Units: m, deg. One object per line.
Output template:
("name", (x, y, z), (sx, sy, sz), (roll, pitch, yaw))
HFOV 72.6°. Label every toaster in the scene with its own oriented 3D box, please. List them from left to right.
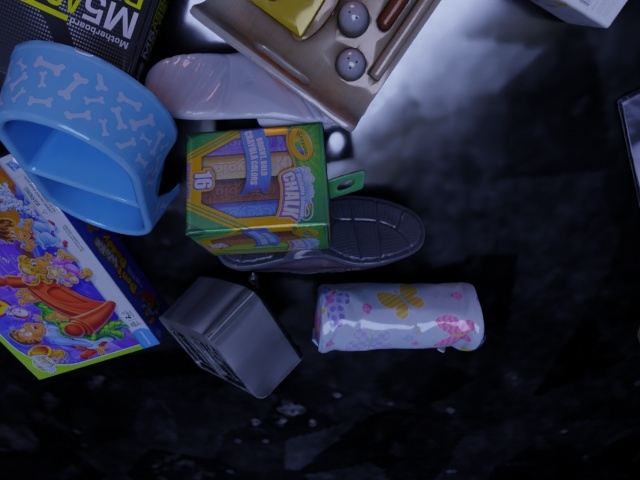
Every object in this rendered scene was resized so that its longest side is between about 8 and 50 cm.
("toaster", (-0.141, 0.141, 0.681), (0.168, 0.110, 0.185), (5, 132, 44))

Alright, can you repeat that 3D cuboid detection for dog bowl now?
("dog bowl", (-0.256, -0.088, 0.500), (0.166, 0.074, 0.297), (19, 157, -10))

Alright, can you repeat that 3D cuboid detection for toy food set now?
("toy food set", (0.032, -0.300, 0.438), (0.220, 0.092, 0.306), (34, 108, -8))

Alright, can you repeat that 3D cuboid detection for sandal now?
("sandal", (-0.074, -0.183, 0.544), (0.265, 0.076, 0.102), (-3, 82, -12))

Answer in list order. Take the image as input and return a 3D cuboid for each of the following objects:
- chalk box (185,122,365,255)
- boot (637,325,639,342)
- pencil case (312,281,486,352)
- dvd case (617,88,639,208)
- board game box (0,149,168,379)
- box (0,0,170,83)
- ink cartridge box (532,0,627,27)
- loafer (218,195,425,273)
("chalk box", (-0.049, -0.059, 0.561), (0.213, 0.132, 0.132), (-3, 166, 2))
("boot", (0.592, 0.062, 0.697), (0.203, 0.095, 0.262), (31, 111, -26))
("pencil case", (0.123, 0.128, 0.720), (0.273, 0.113, 0.124), (1, 140, -3))
("dvd case", (0.535, -0.145, 0.627), (0.164, 0.018, 0.221), (-27, 119, 13))
("board game box", (-0.426, 0.045, 0.668), (0.233, 0.078, 0.347), (-18, 120, 8))
("box", (-0.305, -0.281, 0.453), (0.270, 0.060, 0.216), (22, 98, -14))
("ink cartridge box", (0.267, -0.313, 0.476), (0.143, 0.090, 0.092), (22, 117, -13))
("loafer", (0.000, 0.000, 0.663), (0.303, 0.109, 0.095), (-4, 163, 0))
